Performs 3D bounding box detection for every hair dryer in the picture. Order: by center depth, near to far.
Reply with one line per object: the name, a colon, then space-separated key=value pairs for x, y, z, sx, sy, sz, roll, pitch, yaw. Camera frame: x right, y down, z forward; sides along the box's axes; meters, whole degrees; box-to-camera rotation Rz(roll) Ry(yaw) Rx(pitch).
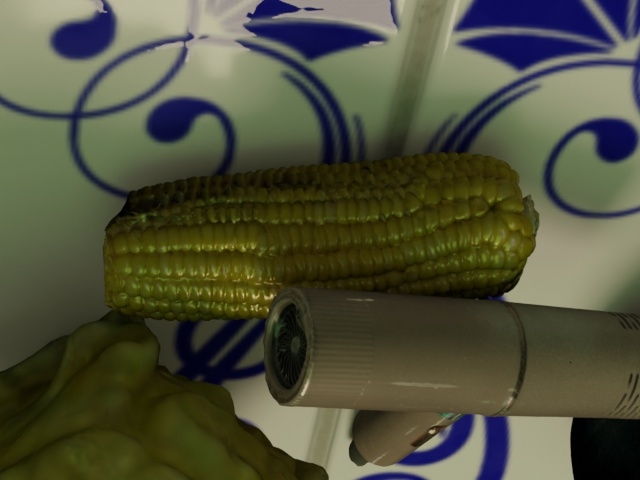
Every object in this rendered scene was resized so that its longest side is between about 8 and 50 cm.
hair dryer: x=0.030 y=0.076 z=0.785 sx=0.195 sy=0.054 sz=0.220 roll=6 pitch=161 yaw=-28

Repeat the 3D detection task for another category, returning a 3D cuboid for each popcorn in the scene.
popcorn: x=-0.111 y=0.151 z=0.751 sx=0.249 sy=0.249 sz=0.225 roll=-31 pitch=94 yaw=20

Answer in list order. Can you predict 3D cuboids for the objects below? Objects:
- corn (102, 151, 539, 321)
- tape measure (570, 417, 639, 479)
corn: x=0.000 y=0.000 z=0.734 sx=0.203 sy=0.072 sz=0.072 roll=-6 pitch=135 yaw=-3
tape measure: x=0.239 y=0.124 z=0.849 sx=0.202 sy=0.135 sz=0.223 roll=-29 pitch=130 yaw=18
